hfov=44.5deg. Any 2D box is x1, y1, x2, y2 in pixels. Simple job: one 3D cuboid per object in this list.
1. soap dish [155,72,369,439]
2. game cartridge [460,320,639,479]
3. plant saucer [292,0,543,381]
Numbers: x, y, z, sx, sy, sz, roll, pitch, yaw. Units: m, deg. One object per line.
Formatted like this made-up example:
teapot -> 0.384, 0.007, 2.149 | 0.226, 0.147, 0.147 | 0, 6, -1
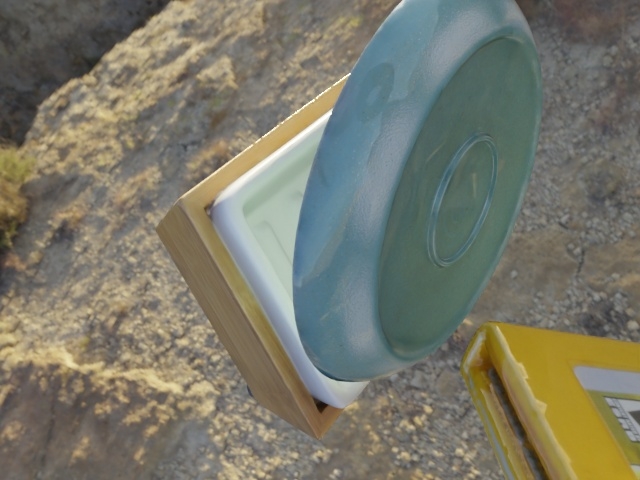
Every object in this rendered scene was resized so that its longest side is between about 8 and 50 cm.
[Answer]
soap dish -> 0.000, 0.000, 0.722 | 0.118, 0.229, 0.291 | -15, 21, 40
game cartridge -> 0.262, 0.164, 0.405 | 0.285, 0.324, 0.052 | -106, 29, -52
plant saucer -> 0.092, -0.034, 0.581 | 0.044, 0.317, 0.317 | 22, 77, 30
